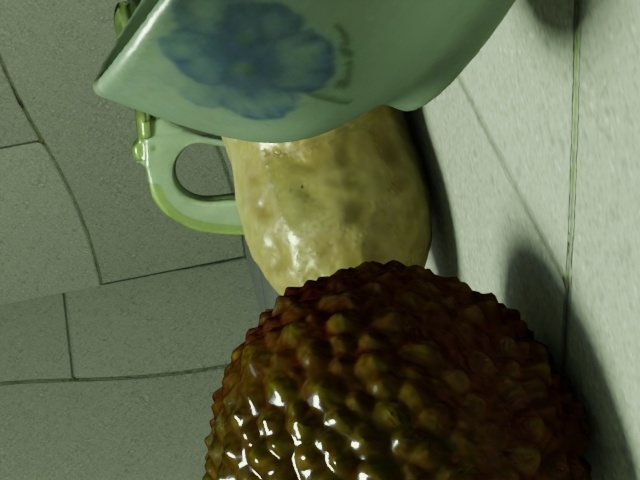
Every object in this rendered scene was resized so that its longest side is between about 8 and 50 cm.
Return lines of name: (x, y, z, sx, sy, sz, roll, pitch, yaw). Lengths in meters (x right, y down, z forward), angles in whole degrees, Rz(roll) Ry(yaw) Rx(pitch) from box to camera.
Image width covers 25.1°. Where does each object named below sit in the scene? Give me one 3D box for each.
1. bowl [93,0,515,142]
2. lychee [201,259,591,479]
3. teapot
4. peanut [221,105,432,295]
bowl: (0.022, -0.156, 0.740, 0.289, 0.146, 0.289, -52, 13, 17)
lychee: (0.046, 0.130, 0.891, 0.271, 0.235, 0.236, 18, 120, 63)
teapot: (-0.106, -0.184, 1.618, 0.239, 0.239, 0.322, -107, 7, -50)
peanut: (-0.005, -0.107, 1.196, 0.192, 0.169, 0.387, 106, 149, -75)
